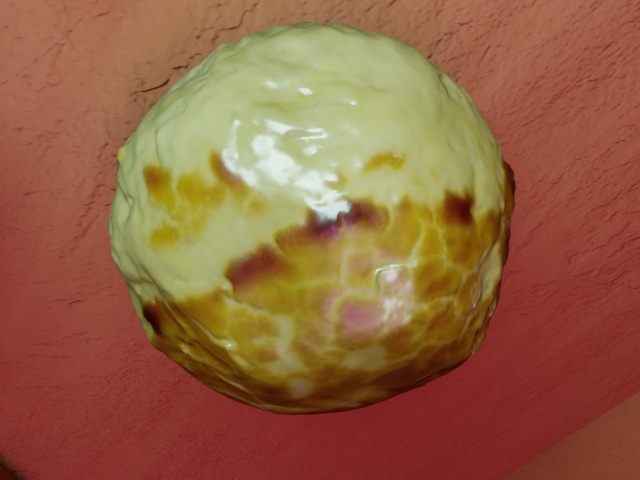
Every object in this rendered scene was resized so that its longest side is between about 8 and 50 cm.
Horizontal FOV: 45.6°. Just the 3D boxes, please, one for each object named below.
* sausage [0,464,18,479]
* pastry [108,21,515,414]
[{"bbox_3d":[-0.544,0.431,1.258,0.097,0.094,0.348,-24,144,-13],"label":"sausage"},{"bbox_3d":[0.000,0.000,0.714,0.389,0.312,0.388,-9,140,-7],"label":"pastry"}]
